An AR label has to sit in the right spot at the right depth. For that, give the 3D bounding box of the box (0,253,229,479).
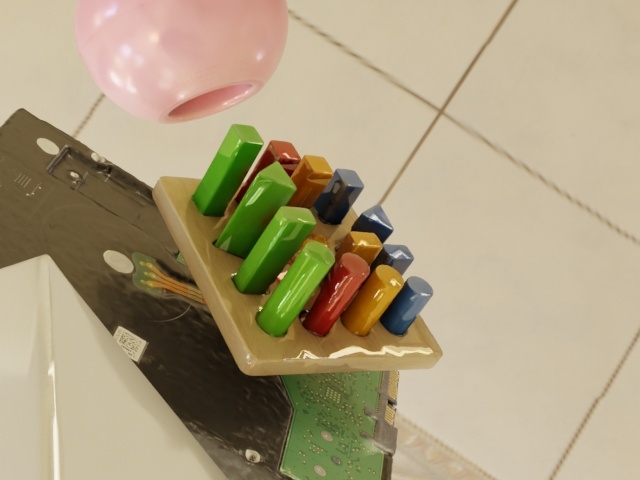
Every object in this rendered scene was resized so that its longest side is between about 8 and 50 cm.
[{"bbox_3d":[-0.213,0.175,0.492,0.345,0.215,0.168,-17,51,7],"label":"box"}]

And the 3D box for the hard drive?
[{"bbox_3d":[-0.103,0.062,0.844,0.339,0.237,0.064,31,116,-9],"label":"hard drive"}]

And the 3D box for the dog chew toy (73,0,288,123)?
[{"bbox_3d":[-0.160,-0.286,1.232,0.207,0.206,0.331,-18,84,-11],"label":"dog chew toy"}]

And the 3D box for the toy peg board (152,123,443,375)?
[{"bbox_3d":[0.000,0.000,0.827,0.161,0.079,0.161,3,44,-39],"label":"toy peg board"}]
